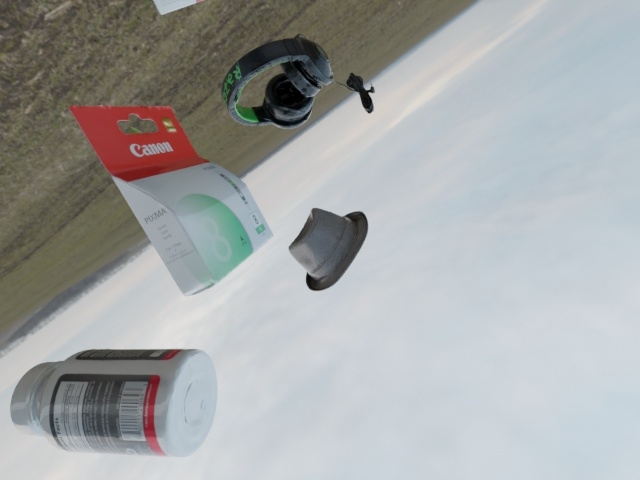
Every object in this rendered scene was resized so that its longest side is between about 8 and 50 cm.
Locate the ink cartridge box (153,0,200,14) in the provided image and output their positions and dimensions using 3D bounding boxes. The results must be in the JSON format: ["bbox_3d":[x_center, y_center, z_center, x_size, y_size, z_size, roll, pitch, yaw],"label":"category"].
[{"bbox_3d":[-0.259,-0.545,0.727,0.159,0.217,0.092,-11,-137,11],"label":"ink cartridge box"}]

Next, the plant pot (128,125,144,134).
[{"bbox_3d":[-0.369,-0.178,0.848,0.079,0.083,0.083,-59,-167,3],"label":"plant pot"}]

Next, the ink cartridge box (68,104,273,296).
[{"bbox_3d":[-0.155,-0.068,0.495,0.056,0.224,0.181,-23,-169,19],"label":"ink cartridge box"}]

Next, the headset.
[{"bbox_3d":[-0.042,-0.365,1.023,0.394,0.185,0.243,-21,168,-34],"label":"headset"}]

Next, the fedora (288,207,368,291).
[{"bbox_3d":[0.000,0.000,1.074,0.243,0.124,0.275,-56,-168,5],"label":"fedora"}]

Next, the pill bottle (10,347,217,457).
[{"bbox_3d":[-0.364,0.282,0.738,0.319,0.176,0.176,-3,-158,11],"label":"pill bottle"}]
